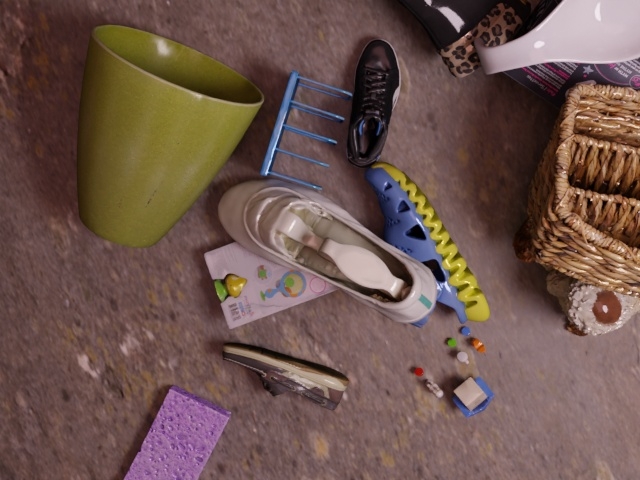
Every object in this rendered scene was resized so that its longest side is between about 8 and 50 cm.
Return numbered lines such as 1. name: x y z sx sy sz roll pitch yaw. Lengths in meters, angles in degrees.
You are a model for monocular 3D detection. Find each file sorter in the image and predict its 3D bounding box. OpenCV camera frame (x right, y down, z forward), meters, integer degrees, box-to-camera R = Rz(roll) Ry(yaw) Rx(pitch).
1. file sorter: -0.023 -0.174 1.312 0.104 0.118 0.170 18 95 -2

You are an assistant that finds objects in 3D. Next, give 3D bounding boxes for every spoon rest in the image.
1. spoon rest: 0.350 -0.293 1.120 0.276 0.084 0.137 -16 112 26

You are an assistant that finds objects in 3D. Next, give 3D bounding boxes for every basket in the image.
1. basket: 0.466 -0.061 1.139 0.299 0.213 0.223 11 138 1

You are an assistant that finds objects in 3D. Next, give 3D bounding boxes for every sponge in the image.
1. sponge: -0.255 0.370 1.404 0.117 0.031 0.210 27 95 -1

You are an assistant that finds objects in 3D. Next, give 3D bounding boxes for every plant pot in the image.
1. plant pot: -0.272 -0.146 1.268 0.274 0.275 0.294 26 110 0

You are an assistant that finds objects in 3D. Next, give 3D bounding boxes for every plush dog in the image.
1. plush dog: 0.432 0.032 1.306 0.262 0.210 0.225 -22 78 -24

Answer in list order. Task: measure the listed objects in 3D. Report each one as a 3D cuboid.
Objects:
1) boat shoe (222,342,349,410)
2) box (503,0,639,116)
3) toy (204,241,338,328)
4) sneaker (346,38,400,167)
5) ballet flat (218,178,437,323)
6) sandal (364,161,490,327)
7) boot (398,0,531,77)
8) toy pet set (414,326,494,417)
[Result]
1. boat shoe: -0.065 0.233 1.363 0.223 0.080 0.073 17 90 -4
2. box: 0.428 -0.274 1.252 0.247 0.163 0.142 34 125 -2
3. toy: -0.063 0.046 1.357 0.237 0.056 0.137 -20 83 3
4. sneaker: 0.090 -0.224 1.302 0.079 0.121 0.217 8 95 0
5. ballet flat: 0.000 0.000 1.253 0.400 0.139 0.139 28 95 17
6. sandal: 0.152 0.020 1.319 0.138 0.126 0.317 -29 94 9
7. boot: 0.224 -0.467 1.263 0.284 0.138 0.377 47 60 -22
8. toy pet set: 0.246 0.234 1.376 0.122 0.065 0.114 -40 57 1
